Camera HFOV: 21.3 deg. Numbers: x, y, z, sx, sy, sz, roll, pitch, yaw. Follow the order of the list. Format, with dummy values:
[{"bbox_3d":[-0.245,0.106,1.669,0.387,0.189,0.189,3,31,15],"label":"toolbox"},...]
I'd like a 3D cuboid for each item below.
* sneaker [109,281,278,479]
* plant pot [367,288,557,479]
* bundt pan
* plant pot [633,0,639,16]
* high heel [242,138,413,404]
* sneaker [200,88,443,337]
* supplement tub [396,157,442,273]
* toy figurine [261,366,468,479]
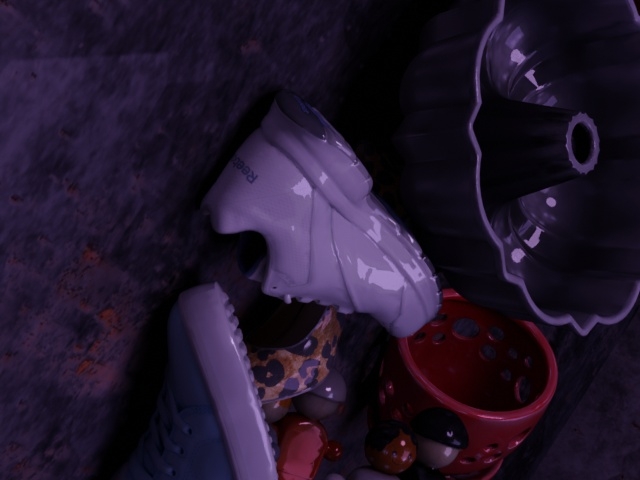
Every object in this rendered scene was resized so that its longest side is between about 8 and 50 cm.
[{"bbox_3d":[-0.115,0.204,1.402,0.150,0.135,0.366,-11,122,-10],"label":"sneaker"},{"bbox_3d":[0.149,0.178,1.919,0.191,0.191,0.174,-38,159,-45],"label":"plant pot"},{"bbox_3d":[0.180,-0.083,1.494,0.330,0.124,0.331,1,88,-49],"label":"bundt pan"},{"bbox_3d":[0.307,-0.222,1.715,0.205,0.205,0.188,-55,177,-9],"label":"plant pot"},{"bbox_3d":[-0.023,0.030,1.492,0.261,0.093,0.186,-26,117,-29],"label":"high heel"},{"bbox_3d":[0.000,0.000,1.381,0.129,0.111,0.297,-41,136,-1],"label":"sneaker"},{"bbox_3d":[0.137,-0.071,1.629,0.198,0.106,0.106,-51,160,-19],"label":"supplement tub"},{"bbox_3d":[0.018,0.203,1.600,0.209,0.213,0.148,16,95,-67],"label":"toy figurine"}]
